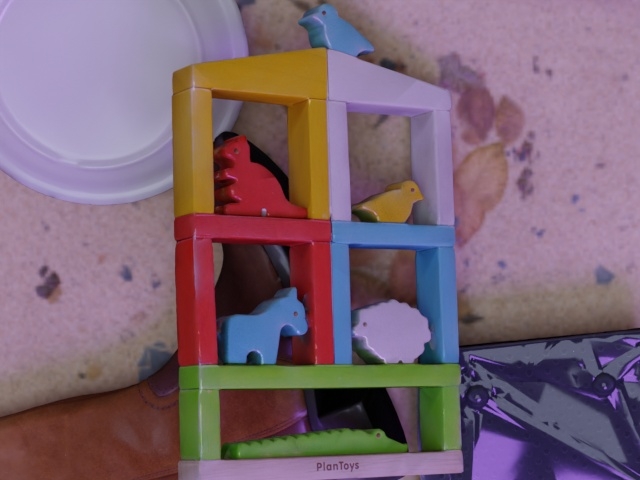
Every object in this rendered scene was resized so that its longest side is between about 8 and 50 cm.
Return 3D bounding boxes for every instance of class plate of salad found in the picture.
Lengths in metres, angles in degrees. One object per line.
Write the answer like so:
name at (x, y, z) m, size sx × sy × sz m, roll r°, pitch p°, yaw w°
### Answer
plate of salad at (-0.146, -0.120, 1.102) m, size 0.200 × 0.048 × 0.200 m, roll 0°, pitch 109°, yaw 0°

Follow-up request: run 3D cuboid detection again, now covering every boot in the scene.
boot at (-0.113, 0.089, 1.143) m, size 0.280 × 0.096 × 0.264 m, roll -20°, pitch 106°, yaw 17°

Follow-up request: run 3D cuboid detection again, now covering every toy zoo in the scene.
toy zoo at (0.000, 0.000, 1.041) m, size 0.192 × 0.030 × 0.293 m, roll 2°, pitch 83°, yaw -32°

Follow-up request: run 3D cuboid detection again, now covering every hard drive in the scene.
hard drive at (0.157, 0.185, 1.133) m, size 0.172 × 0.054 × 0.254 m, roll -7°, pitch 100°, yaw 7°
